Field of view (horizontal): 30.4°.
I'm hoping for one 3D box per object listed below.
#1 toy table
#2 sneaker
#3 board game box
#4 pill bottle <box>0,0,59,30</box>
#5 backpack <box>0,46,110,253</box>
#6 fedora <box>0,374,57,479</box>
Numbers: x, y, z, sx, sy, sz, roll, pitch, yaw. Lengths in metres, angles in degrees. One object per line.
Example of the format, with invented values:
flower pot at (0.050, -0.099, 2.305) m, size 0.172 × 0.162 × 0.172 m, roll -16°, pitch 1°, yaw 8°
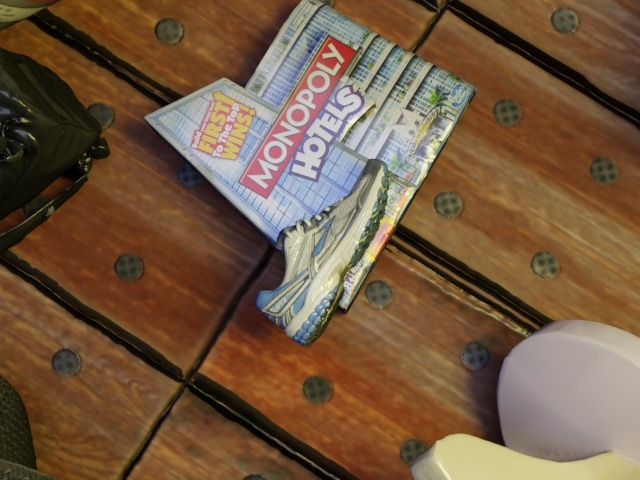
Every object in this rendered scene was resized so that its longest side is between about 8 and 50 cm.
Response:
toy table at (0.177, 0.197, 0.722) m, size 0.274 × 0.252 × 0.161 m, roll 45°, pitch 44°, yaw 17°
sneaker at (0.000, 0.000, 0.787) m, size 0.058 × 0.052 × 0.135 m, roll 28°, pitch 84°, yaw 9°
board game box at (-0.016, -0.078, 0.853) m, size 0.194 × 0.060 × 0.194 m, roll 30°, pitch 84°, yaw 5°
pill bottle at (-0.312, -0.193, 0.735) m, size 0.363 × 0.210 × 0.210 m, roll -19°, pitch 81°, yaw 26°
backpack at (-0.259, -0.053, 0.827) m, size 0.182 × 0.152 × 0.115 m, roll -37°, pitch 77°, yaw 9°
fedora at (-0.308, 0.151, 0.758) m, size 0.334 × 0.334 × 0.152 m, roll -8°, pitch 49°, yaw 1°
